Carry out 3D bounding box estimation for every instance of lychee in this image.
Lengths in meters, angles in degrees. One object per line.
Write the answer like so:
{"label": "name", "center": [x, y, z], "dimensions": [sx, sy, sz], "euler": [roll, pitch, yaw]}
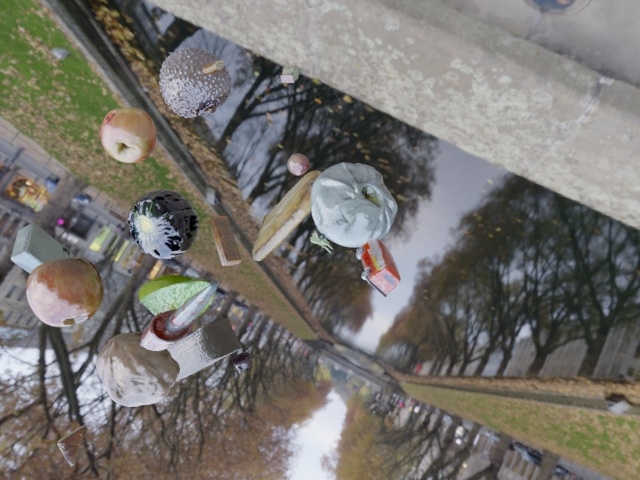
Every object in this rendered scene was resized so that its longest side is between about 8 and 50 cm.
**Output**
{"label": "lychee", "center": [-0.514, -0.652, 2.035], "dimensions": [0.300, 0.300, 0.300], "euler": [27, 168, 6]}

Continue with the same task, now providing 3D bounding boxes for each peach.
{"label": "peach", "center": [-0.081, -0.281, 1.820], "dimensions": [0.083, 0.083, 0.083], "euler": [27, 168, 6]}

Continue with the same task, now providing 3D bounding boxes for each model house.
{"label": "model house", "center": [-0.105, -0.558, 1.673], "dimensions": [0.083, 0.058, 0.057], "euler": [13, 178, 38]}

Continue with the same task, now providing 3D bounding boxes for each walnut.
{"label": "walnut", "center": [-0.624, 0.433, 1.674], "dimensions": [0.273, 0.227, 0.273], "euler": [43, 163, 17]}

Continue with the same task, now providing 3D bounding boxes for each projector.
{"label": "projector", "center": [-1.209, 0.073, 2.145], "dimensions": [0.256, 0.099, 0.192], "euler": [59, -170, -47]}

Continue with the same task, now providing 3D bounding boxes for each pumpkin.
{"label": "pumpkin", "center": [-0.634, -0.071, 2.067], "dimensions": [0.296, 0.295, 0.296], "euler": [27, 168, 6]}

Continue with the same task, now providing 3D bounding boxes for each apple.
{"label": "apple", "center": [-0.698, 0.142, 1.353], "dimensions": [0.188, 0.188, 0.173], "euler": [87, 160, -76]}
{"label": "apple", "center": [-0.714, -0.397, 1.830], "dimensions": [0.210, 0.164, 0.209], "euler": [-6, 146, -4]}

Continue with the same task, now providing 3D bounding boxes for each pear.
{"label": "pear", "center": [-0.524, 0.192, 1.840], "dimensions": [0.288, 0.239, 0.139], "euler": [72, 173, -54]}

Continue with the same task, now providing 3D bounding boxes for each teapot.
{"label": "teapot", "center": [-0.272, 0.428, 1.742], "dimensions": [0.068, 0.100, 0.045], "euler": [-12, 118, 20]}

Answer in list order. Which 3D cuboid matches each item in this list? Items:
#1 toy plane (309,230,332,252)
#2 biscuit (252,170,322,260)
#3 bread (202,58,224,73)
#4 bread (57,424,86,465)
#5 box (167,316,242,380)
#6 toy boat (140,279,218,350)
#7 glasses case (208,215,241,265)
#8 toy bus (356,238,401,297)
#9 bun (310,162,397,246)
{"label": "toy plane", "center": [0.000, 0.000, 1.650], "dimensions": [0.111, 0.040, 0.102], "euler": [27, 153, 56]}
{"label": "biscuit", "center": [-0.133, -0.141, 2.263], "dimensions": [0.104, 0.446, 0.429], "euler": [41, -164, -15]}
{"label": "bread", "center": [-0.379, -0.614, 1.743], "dimensions": [0.083, 0.047, 0.036], "euler": [2, 128, 46]}
{"label": "bread", "center": [-0.699, 0.566, 1.371], "dimensions": [0.062, 0.108, 0.043], "euler": [20, 166, -23]}
{"label": "box", "center": [-0.483, 0.443, 2.000], "dimensions": [0.143, 0.273, 0.184], "euler": [62, -157, 8]}
{"label": "toy boat", "center": [-0.357, 0.185, 1.346], "dimensions": [0.096, 0.282, 0.206], "euler": [49, -155, 7]}
{"label": "glasses case", "center": [-0.405, 0.001, 2.068], "dimensions": [0.075, 0.218, 0.049], "euler": [-2, 153, -42]}
{"label": "toy bus", "center": [0.146, 0.060, 1.241], "dimensions": [0.079, 0.077, 0.174], "euler": [41, -161, -23]}
{"label": "bun", "center": [0.130, -0.137, 1.856], "dimensions": [0.354, 0.354, 0.194], "euler": [33, 155, -18]}
